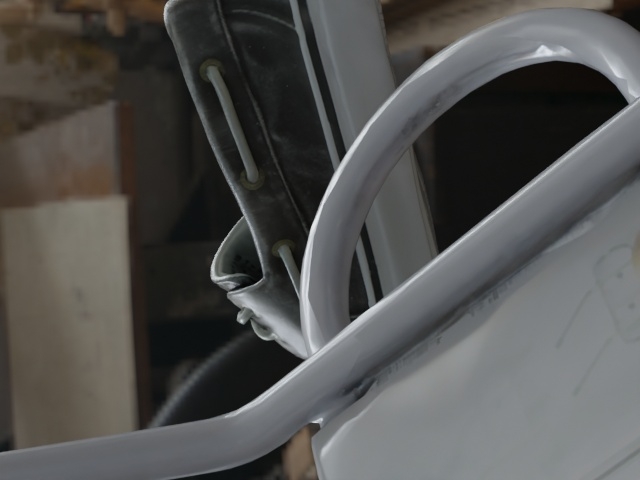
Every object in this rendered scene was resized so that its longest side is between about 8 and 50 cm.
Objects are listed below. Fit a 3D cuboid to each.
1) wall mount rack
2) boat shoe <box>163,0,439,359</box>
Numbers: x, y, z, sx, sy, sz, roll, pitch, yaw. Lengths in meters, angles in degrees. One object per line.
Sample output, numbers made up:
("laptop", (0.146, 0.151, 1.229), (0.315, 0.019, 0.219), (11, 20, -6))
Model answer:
("wall mount rack", (-0.011, 0.077, 0.299), (0.304, 0.130, 0.350), (-39, 38, 20))
("boat shoe", (0.000, 0.000, 0.897), (0.121, 0.119, 0.335), (-93, -10, -62))
